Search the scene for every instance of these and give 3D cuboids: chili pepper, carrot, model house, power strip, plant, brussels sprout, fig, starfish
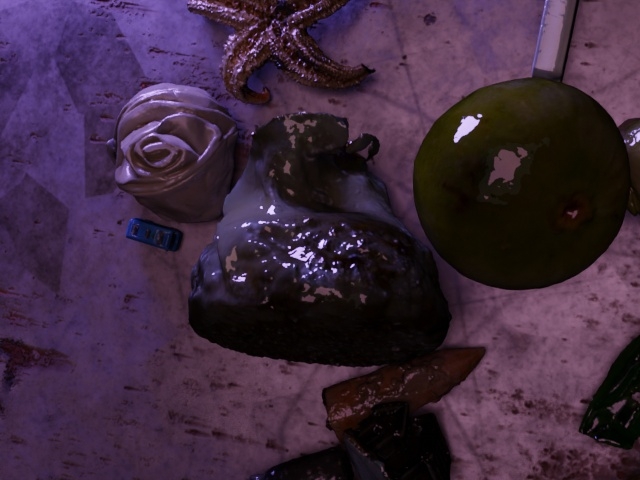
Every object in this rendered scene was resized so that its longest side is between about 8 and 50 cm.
[{"bbox_3d":[0.471,0.193,1.466,0.099,0.083,0.253,40,102,14],"label":"chili pepper"},{"bbox_3d":[0.130,0.219,1.550,0.263,0.102,0.102,-24,83,5],"label":"carrot"},{"bbox_3d":[0.127,0.309,1.491,0.152,0.106,0.165,-36,115,-29],"label":"model house"},{"bbox_3d":[0.352,-0.343,1.487,0.046,0.118,0.271,11,91,13],"label":"power strip"},{"bbox_3d":[-0.034,0.401,1.556,0.194,0.129,0.132,-25,83,9],"label":"plant"},{"bbox_3d":[0.497,-0.104,1.442,0.145,0.131,0.183,-38,80,44],"label":"brussels sprout"},{"bbox_3d":[0.259,-0.086,1.423,0.316,0.316,0.316,0,89,14],"label":"fig"},{"bbox_3d":[-0.060,-0.363,1.597,0.303,0.113,0.312,-20,93,15],"label":"starfish"}]

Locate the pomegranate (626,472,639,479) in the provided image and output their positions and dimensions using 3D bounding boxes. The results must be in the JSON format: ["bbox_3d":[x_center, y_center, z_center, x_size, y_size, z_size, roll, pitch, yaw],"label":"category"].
[{"bbox_3d":[0.483,0.416,1.386,0.233,0.233,0.233,0,89,14],"label":"pomegranate"}]

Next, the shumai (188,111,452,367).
[{"bbox_3d":[0.000,0.000,1.492,0.395,0.395,0.348,-1,67,14],"label":"shumai"}]

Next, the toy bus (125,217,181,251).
[{"bbox_3d":[-0.272,-0.009,1.667,0.083,0.046,0.038,17,93,14],"label":"toy bus"}]

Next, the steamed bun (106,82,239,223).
[{"bbox_3d":[-0.245,-0.143,1.613,0.211,0.144,0.218,14,91,14],"label":"steamed bun"}]
